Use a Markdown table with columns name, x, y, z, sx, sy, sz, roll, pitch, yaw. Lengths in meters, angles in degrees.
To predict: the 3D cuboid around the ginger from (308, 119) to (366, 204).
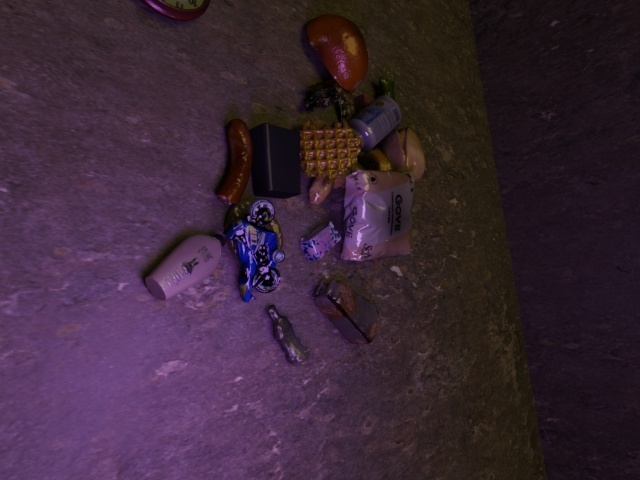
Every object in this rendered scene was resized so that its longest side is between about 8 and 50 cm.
| name | x | y | z | sx | sy | sz | roll | pitch | yaw |
| --- | --- | --- | --- | --- | --- | --- | --- | --- | --- |
| ginger | 0.091 | -0.304 | 1.702 | 0.363 | 0.122 | 0.348 | 2 | 88 | -36 |

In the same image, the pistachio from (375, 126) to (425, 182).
| name | x | y | z | sx | sy | sz | roll | pitch | yaw |
| --- | --- | --- | --- | --- | --- | --- | --- | --- | --- |
| pistachio | 0.368 | -0.381 | 1.933 | 0.238 | 0.229 | 0.321 | 91 | 3 | -55 |

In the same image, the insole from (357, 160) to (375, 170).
| name | x | y | z | sx | sy | sz | roll | pitch | yaw |
| --- | --- | --- | --- | --- | --- | --- | --- | --- | --- |
| insole | 0.180 | -0.317 | 1.778 | 0.002 | 0.152 | 0.053 | -46 | 127 | -17 |

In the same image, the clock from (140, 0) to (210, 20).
| name | x | y | z | sx | sy | sz | roll | pitch | yaw |
| --- | --- | --- | --- | --- | --- | --- | --- | --- | --- |
| clock | -0.474 | -0.830 | 1.272 | 0.318 | 0.080 | 0.319 | 8 | 79 | -47 |

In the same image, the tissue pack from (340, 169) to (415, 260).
| name | x | y | z | sx | sy | sz | roll | pitch | yaw |
| --- | --- | --- | --- | --- | --- | --- | --- | --- | --- |
| tissue pack | 0.233 | -0.103 | 1.695 | 0.390 | 0.195 | 0.376 | -10 | 111 | -41 |

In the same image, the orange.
| name | x | y | z | sx | sy | sz | roll | pitch | yaw |
| --- | --- | --- | --- | --- | --- | --- | --- | --- | --- |
| orange | 0.071 | -0.816 | 1.793 | 0.310 | 0.274 | 0.274 | 32 | 49 | 10 |

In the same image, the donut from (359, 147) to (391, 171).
| name | x | y | z | sx | sy | sz | roll | pitch | yaw |
| --- | --- | --- | --- | --- | --- | --- | --- | --- | --- |
| donut | 0.231 | -0.311 | 1.819 | 0.065 | 0.178 | 0.162 | -11 | 129 | -28 |

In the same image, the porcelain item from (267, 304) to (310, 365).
| name | x | y | z | sx | sy | sz | roll | pitch | yaw |
| --- | --- | --- | --- | --- | --- | --- | --- | --- | --- |
| porcelain item | -0.117 | 0.306 | 1.374 | 0.081 | 0.069 | 0.216 | -44 | 113 | -38 |

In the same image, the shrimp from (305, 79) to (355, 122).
| name | x | y | z | sx | sy | sz | roll | pitch | yaw |
| --- | --- | --- | --- | --- | --- | --- | --- | --- | --- |
| shrimp | 0.052 | -0.556 | 1.763 | 0.365 | 0.071 | 0.233 | -40 | 115 | -49 |

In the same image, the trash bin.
| name | x | y | z | sx | sy | sz | roll | pitch | yaw |
| --- | --- | --- | --- | --- | --- | --- | --- | --- | --- |
| trash bin | -0.153 | -0.268 | 1.445 | 0.165 | 0.115 | 0.226 | 1 | 82 | -45 |

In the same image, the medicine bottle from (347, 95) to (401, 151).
| name | x | y | z | sx | sy | sz | roll | pitch | yaw |
| --- | --- | --- | --- | --- | --- | --- | --- | --- | --- |
| medicine bottle | 0.208 | -0.487 | 1.801 | 0.288 | 0.157 | 0.157 | -44 | 113 | -24 |

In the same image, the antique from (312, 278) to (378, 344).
| name | x | y | z | sx | sy | sz | roll | pitch | yaw |
| --- | --- | --- | --- | --- | --- | --- | --- | --- | --- |
| antique | 0.091 | 0.254 | 1.562 | 0.284 | 0.125 | 0.150 | 45 | 51 | -30 |

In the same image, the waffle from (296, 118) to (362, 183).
| name | x | y | z | sx | sy | sz | roll | pitch | yaw |
| --- | --- | --- | --- | --- | --- | --- | --- | --- | --- |
| waffle | 0.015 | -0.354 | 1.575 | 0.291 | 0.051 | 0.291 | 1 | 78 | -4 |

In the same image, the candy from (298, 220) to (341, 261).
| name | x | y | z | sx | sy | sz | roll | pitch | yaw |
| --- | --- | --- | --- | --- | --- | --- | --- | --- | --- |
| candy | 0.000 | 0.000 | 1.566 | 0.160 | 0.073 | 0.092 | -42 | 109 | -43 |

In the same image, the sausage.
| name | x | y | z | sx | sy | sz | roll | pitch | yaw |
| --- | --- | --- | --- | --- | --- | --- | --- | --- | --- |
| sausage | -0.270 | -0.248 | 1.344 | 0.103 | 0.076 | 0.302 | 23 | 65 | -41 |

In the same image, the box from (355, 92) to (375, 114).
| name | x | y | z | sx | sy | sz | roll | pitch | yaw |
| --- | --- | --- | --- | --- | --- | --- | --- | --- | --- |
| box | 0.230 | -0.610 | 1.959 | 0.156 | 0.060 | 0.111 | 10 | 76 | -46 |

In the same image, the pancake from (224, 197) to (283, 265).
| name | x | y | z | sx | sy | sz | roll | pitch | yaw |
| --- | --- | --- | --- | --- | --- | --- | --- | --- | --- |
| pancake | -0.207 | -0.023 | 1.374 | 0.242 | 0.050 | 0.242 | 12 | 73 | -44 |

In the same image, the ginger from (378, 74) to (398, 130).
| name | x | y | z | sx | sy | sz | roll | pitch | yaw |
| --- | --- | --- | --- | --- | --- | --- | --- | --- | --- |
| ginger | 0.332 | -0.662 | 2.052 | 0.137 | 0.089 | 0.290 | -47 | 129 | -80 |

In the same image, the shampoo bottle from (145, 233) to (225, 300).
| name | x | y | z | sx | sy | sz | roll | pitch | yaw |
| --- | --- | --- | --- | --- | --- | --- | --- | --- | --- |
| shampoo bottle | -0.363 | 0.061 | 1.173 | 0.127 | 0.078 | 0.257 | 59 | 43 | -16 |

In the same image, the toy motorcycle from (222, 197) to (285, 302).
| name | x | y | z | sx | sy | sz | roll | pitch | yaw |
| --- | --- | --- | --- | --- | --- | --- | --- | --- | --- |
| toy motorcycle | -0.205 | 0.033 | 1.267 | 0.168 | 0.113 | 0.315 | -12 | 110 | -27 |
